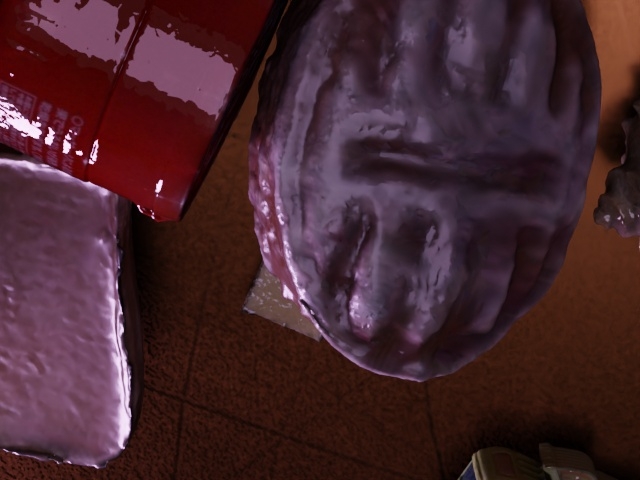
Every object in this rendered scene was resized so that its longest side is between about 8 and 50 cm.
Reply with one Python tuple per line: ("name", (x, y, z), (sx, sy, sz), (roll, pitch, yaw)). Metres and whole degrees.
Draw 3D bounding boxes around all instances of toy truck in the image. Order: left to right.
("toy truck", (0.190, 0.223, 1.162), (0.191, 0.085, 0.116), (25, 107, -8))

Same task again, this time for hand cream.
("hand cream", (-0.107, -0.137, 0.953), (0.149, 0.230, 0.230), (23, 116, -1))

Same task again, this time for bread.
("bread", (0.000, 0.000, 1.111), (0.068, 0.028, 0.153), (23, 115, -3))

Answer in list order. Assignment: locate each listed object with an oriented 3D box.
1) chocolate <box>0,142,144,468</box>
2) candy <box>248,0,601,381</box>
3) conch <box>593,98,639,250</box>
("chocolate", (-0.194, 0.040, 1.127), (0.161, 0.083, 0.261), (12, 118, 16))
("candy", (0.063, -0.063, 0.989), (0.214, 0.157, 0.289), (6, 101, -19))
("conch", (0.304, -0.026, 1.018), (0.245, 0.163, 0.178), (-15, 147, -4))
